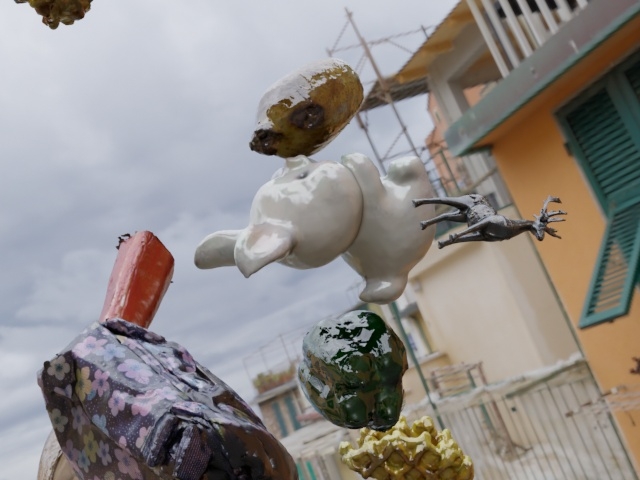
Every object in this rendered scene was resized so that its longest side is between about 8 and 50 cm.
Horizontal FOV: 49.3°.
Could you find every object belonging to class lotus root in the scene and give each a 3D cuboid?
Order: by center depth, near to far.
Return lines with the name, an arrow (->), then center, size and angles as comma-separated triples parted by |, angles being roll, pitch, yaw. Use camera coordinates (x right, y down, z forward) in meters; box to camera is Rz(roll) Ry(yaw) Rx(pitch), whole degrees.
lotus root -> -0.024, -0.205, 1.120 | 0.260, 0.128, 0.145 | -39, -19, -41

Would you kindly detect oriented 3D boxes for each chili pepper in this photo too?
chili pepper -> -0.200, 0.074, 0.717 | 0.064, 0.169, 0.088 | 0, -48, 7
chili pepper -> 0.044, 0.205, 1.131 | 0.165, 0.174, 0.261 | -16, 15, -17

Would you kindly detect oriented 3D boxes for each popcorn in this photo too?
popcorn -> -0.283, -0.266, 0.735 | 0.083, 0.057, 0.082 | -32, -34, -24

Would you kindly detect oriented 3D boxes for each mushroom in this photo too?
mushroom -> -0.352, 0.299, 0.993 | 0.094, 0.072, 0.210 | -12, 44, 46

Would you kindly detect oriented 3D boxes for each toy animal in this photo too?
toy animal -> 0.002, -0.010, 1.074 | 0.367, 0.241, 0.196 | -3, -4, -34

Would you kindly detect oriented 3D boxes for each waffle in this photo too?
waffle -> 0.174, 0.514, 1.368 | 0.261, 0.324, 0.151 | 0, 13, 14

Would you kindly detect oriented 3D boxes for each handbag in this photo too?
handbag -> -0.101, 0.170, 0.529 | 0.127, 0.207, 0.229 | -41, -44, -29

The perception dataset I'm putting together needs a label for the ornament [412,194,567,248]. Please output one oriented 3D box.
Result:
ornament -> 0.147, -0.020, 0.582 | 0.125, 0.073, 0.028 | -9, -58, -15
